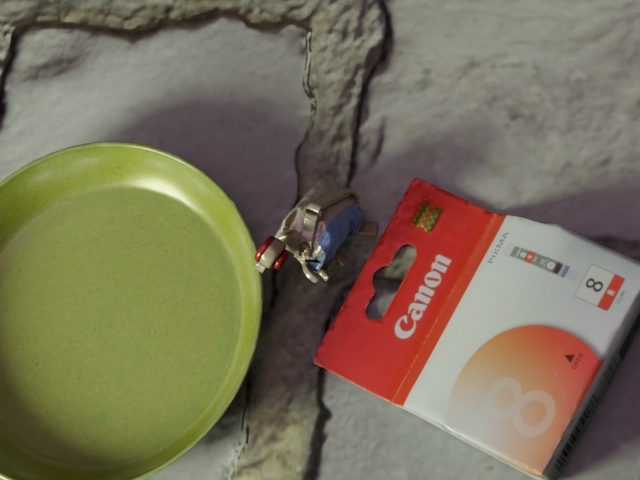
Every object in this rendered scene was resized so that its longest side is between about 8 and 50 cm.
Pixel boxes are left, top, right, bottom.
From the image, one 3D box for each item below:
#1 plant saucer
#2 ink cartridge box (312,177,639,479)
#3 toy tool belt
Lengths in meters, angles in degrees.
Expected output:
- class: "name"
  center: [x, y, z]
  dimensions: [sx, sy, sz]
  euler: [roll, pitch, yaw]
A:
- class: "plant saucer"
  center: [-0.148, 0.053, 1.183]
  dimensions: [0.241, 0.037, 0.241]
  euler: [-5, 70, 15]
- class: "ink cartridge box"
  center: [0.098, 0.048, 1.106]
  dimensions: [0.179, 0.045, 0.145]
  euler: [26, 81, 20]
- class: "toy tool belt"
  center: [0.000, 0.000, 1.141]
  dimensions: [0.051, 0.052, 0.083]
  euler: [37, 50, 6]
